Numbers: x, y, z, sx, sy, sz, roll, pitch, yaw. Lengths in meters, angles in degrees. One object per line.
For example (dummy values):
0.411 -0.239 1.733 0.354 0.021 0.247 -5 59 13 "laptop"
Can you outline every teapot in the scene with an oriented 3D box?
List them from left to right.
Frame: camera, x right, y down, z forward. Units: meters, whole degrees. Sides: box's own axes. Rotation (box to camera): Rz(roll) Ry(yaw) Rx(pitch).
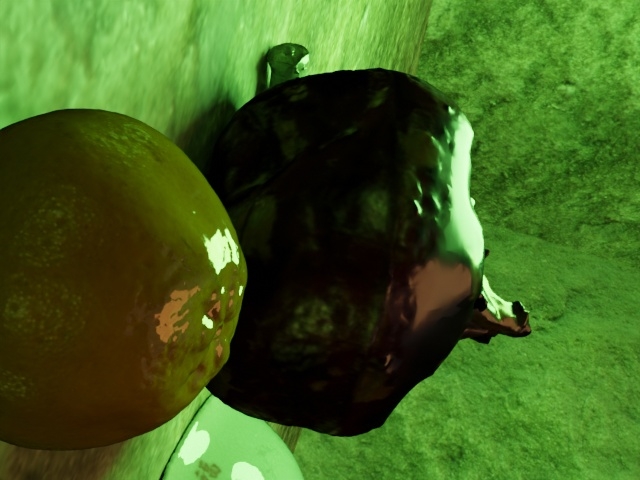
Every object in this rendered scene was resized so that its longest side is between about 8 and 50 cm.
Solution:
-0.032 -0.166 0.797 0.083 0.057 0.067 92 -20 -54 "teapot"

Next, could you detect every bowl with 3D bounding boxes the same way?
-0.112 0.430 1.043 0.435 0.195 0.435 17 90 -83 "bowl"

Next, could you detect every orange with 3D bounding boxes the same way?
-0.104 0.020 0.358 0.159 0.136 0.159 15 90 -80 "orange"

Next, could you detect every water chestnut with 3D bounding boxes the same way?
0.046 0.019 0.721 0.335 0.346 0.335 -164 -90 -87 "water chestnut"
